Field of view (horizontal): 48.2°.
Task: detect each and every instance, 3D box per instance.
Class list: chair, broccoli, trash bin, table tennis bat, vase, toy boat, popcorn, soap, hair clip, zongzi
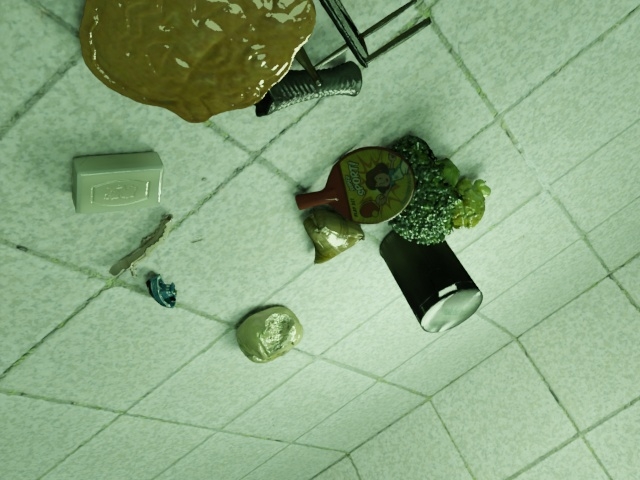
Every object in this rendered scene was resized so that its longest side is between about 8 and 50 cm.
[{"bbox_3d":[0.046,-0.425,1.358,0.272,0.166,0.188,-30,120,14],"label":"chair"},{"bbox_3d":[0.278,-0.145,1.933,0.245,0.248,0.288,-44,157,-54],"label":"broccoli"},{"bbox_3d":[0.326,0.097,2.149,0.203,0.301,0.252,-27,144,0],"label":"trash bin"},{"bbox_3d":[0.089,-0.131,1.829,0.310,0.200,0.038,-13,-169,10],"label":"table tennis bat"},{"bbox_3d":[-0.027,-0.330,1.517,0.237,0.115,0.115,-14,144,-27],"label":"vase"},{"bbox_3d":[-0.412,0.132,1.888,0.061,0.060,0.137,-11,141,9],"label":"toy boat"},{"bbox_3d":[0.430,-0.101,2.110,0.162,0.135,0.141,-21,138,-6],"label":"popcorn"},{"bbox_3d":[-0.435,-0.124,1.534,0.183,0.063,0.121,-9,139,-27],"label":"soap"},{"bbox_3d":[-0.421,0.017,1.756,0.226,0.034,0.072,-42,147,17],"label":"hair clip"},{"bbox_3d":[0.000,0.000,1.981,0.197,0.099,0.194,-38,145,27],"label":"zongzi"}]

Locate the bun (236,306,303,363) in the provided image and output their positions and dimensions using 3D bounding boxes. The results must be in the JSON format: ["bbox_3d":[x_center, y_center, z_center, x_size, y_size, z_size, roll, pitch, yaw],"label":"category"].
[{"bbox_3d":[-0.155,0.308,2.249,0.210,0.116,0.237,-26,147,-4],"label":"bun"}]

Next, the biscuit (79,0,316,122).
[{"bbox_3d":[-0.222,-0.365,1.267,0.365,0.062,0.385,27,130,-35],"label":"biscuit"}]
